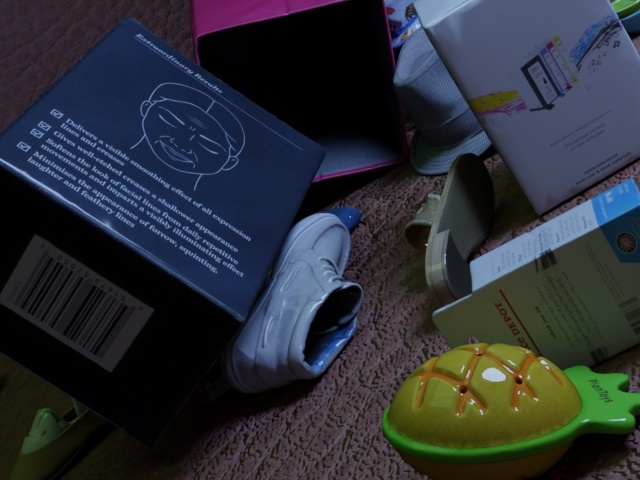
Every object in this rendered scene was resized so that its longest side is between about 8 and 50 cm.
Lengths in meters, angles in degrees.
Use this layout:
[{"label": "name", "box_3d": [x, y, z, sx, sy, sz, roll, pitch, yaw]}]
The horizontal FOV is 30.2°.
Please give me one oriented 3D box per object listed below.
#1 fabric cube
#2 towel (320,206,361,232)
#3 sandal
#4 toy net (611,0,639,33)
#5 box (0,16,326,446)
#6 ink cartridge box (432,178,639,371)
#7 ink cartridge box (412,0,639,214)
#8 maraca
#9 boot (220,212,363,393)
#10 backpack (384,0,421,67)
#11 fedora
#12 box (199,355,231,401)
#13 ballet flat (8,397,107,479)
[{"label": "fabric cube", "box_3d": [-0.038, -0.249, 1.668, 0.259, 0.254, 0.258, -13, 33, -1]}, {"label": "towel", "box_3d": [0.000, 0.000, 1.505, 0.067, 0.029, 0.119, -15, 25, 46]}, {"label": "sandal", "box_3d": [0.118, -0.009, 1.215, 0.079, 0.088, 0.240, -18, 27, 26]}, {"label": "toy net", "box_3d": [0.336, -0.261, 1.567, 0.232, 0.045, 0.122, -30, 18, 14]}, {"label": "box", "box_3d": [-0.201, -0.027, 1.306, 0.212, 0.293, 0.395, -53, 7, 31]}, {"label": "ink cartridge box", "box_3d": [0.186, 0.043, 0.918, 0.180, 0.104, 0.060, -28, 18, 17]}, {"label": "ink cartridge box", "box_3d": [0.227, -0.184, 1.236, 0.168, 0.233, 0.171, -31, 17, 10]}, {"label": "maraca", "box_3d": [0.135, 0.120, 0.832, 0.185, 0.099, 0.127, -8, 19, -5]}, {"label": "boot", "box_3d": [0.002, 0.060, 1.265, 0.123, 0.095, 0.258, -11, 36, 39]}, {"label": "backpack", "box_3d": [0.195, -0.345, 1.808, 0.276, 0.213, 0.263, -36, 6, 4]}, {"label": "fedora", "box_3d": [0.183, -0.227, 1.528, 0.275, 0.124, 0.243, -50, 21, -11]}, {"label": "box", "box_3d": [-0.108, 0.128, 1.359, 0.094, 0.027, 0.137, -38, 18, -9]}, {"label": "ballet flat", "box_3d": [-0.294, 0.208, 1.409, 0.232, 0.073, 0.080, -42, 18, -22]}]
